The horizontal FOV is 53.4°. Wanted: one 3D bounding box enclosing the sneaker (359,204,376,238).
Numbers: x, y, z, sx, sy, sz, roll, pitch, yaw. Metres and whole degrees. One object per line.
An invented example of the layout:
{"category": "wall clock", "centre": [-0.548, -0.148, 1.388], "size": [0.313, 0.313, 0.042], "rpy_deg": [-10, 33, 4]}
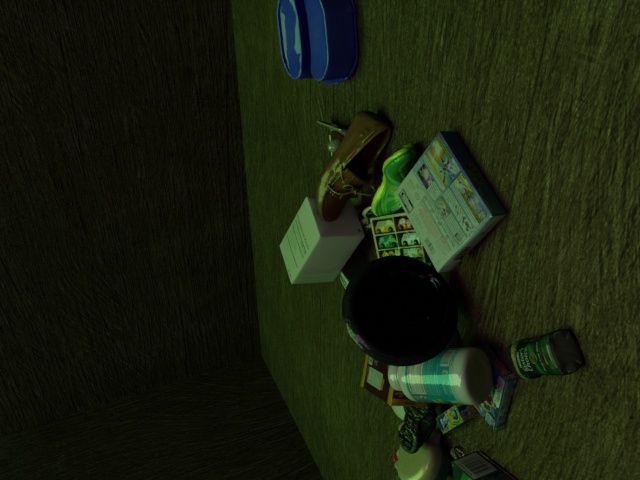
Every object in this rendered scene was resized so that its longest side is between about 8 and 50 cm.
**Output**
{"category": "sneaker", "centre": [0.184, -0.065, 2.132], "size": [0.077, 0.072, 0.178], "rpy_deg": [56, 164, 17]}

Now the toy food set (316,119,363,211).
{"category": "toy food set", "centre": [0.056, -0.268, 2.282], "size": [0.219, 0.092, 0.306], "rpy_deg": [-143, 42, -61]}

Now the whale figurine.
{"category": "whale figurine", "centre": [0.344, 0.713, 2.140], "size": [0.216, 0.141, 0.272], "rpy_deg": [-49, 25, 20]}

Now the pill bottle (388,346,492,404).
{"category": "pill bottle", "centre": [0.309, 0.357, 1.688], "size": [0.264, 0.146, 0.146], "rpy_deg": [-10, 94, 45]}

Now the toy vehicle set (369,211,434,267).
{"category": "toy vehicle set", "centre": [0.264, -0.001, 1.818], "size": [0.266, 0.035, 0.166], "rpy_deg": [-8, 97, 48]}

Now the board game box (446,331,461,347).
{"category": "board game box", "centre": [0.306, 0.203, 1.943], "size": [0.305, 0.053, 0.193], "rpy_deg": [66, 160, 13]}

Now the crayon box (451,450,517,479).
{"category": "crayon box", "centre": [0.514, 0.810, 1.742], "size": [0.363, 0.106, 0.313], "rpy_deg": [-155, 53, -66]}

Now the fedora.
{"category": "fedora", "centre": [0.201, 0.206, 1.722], "size": [0.152, 0.333, 0.334], "rpy_deg": [112, 140, -58]}

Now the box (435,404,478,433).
{"category": "box", "centre": [0.408, 0.531, 1.913], "size": [0.169, 0.059, 0.054], "rpy_deg": [110, 140, -59]}

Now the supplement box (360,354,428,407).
{"category": "supplement box", "centre": [0.235, 0.378, 1.916], "size": [0.194, 0.129, 0.191], "rpy_deg": [-167, 87, -66]}

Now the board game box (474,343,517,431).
{"category": "board game box", "centre": [0.458, 0.397, 1.713], "size": [0.136, 0.035, 0.201], "rpy_deg": [-126, 28, -48]}

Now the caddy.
{"category": "caddy", "centre": [0.002, -0.665, 2.031], "size": [0.241, 0.179, 0.342], "rpy_deg": [17, 122, 41]}

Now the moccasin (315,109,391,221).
{"category": "moccasin", "centre": [0.105, -0.214, 2.000], "size": [0.147, 0.139, 0.380], "rpy_deg": [48, 116, 36]}

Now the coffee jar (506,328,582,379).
{"category": "coffee jar", "centre": [0.497, 0.261, 1.436], "size": [0.184, 0.079, 0.096], "rpy_deg": [130, 123, -68]}

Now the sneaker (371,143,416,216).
{"category": "sneaker", "centre": [0.239, -0.162, 1.864], "size": [0.123, 0.109, 0.296], "rpy_deg": [41, 146, 23]}

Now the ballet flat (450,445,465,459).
{"category": "ballet flat", "centre": [0.441, 0.679, 1.964], "size": [0.114, 0.041, 0.041], "rpy_deg": [-130, 32, -50]}

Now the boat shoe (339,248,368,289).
{"category": "boat shoe", "centre": [0.137, 0.160, 2.334], "size": [0.320, 0.118, 0.103], "rpy_deg": [61, 153, 20]}

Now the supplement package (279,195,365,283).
{"category": "supplement package", "centre": [0.000, 0.000, 2.231], "size": [0.293, 0.177, 0.175], "rpy_deg": [-58, 42, 47]}

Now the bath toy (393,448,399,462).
{"category": "bath toy", "centre": [0.328, 0.873, 2.285], "size": [0.151, 0.129, 0.348], "rpy_deg": [-139, 40, -60]}

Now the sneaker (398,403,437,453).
{"category": "sneaker", "centre": [0.317, 0.542, 2.007], "size": [0.101, 0.106, 0.268], "rpy_deg": [34, 124, 41]}

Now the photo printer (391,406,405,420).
{"category": "photo printer", "centre": [0.271, 0.444, 2.164], "size": [0.256, 0.107, 0.308], "rpy_deg": [98, 151, -47]}

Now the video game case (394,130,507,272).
{"category": "video game case", "centre": [0.321, -0.097, 1.621], "size": [0.244, 0.061, 0.270], "rpy_deg": [-57, 49, 47]}
